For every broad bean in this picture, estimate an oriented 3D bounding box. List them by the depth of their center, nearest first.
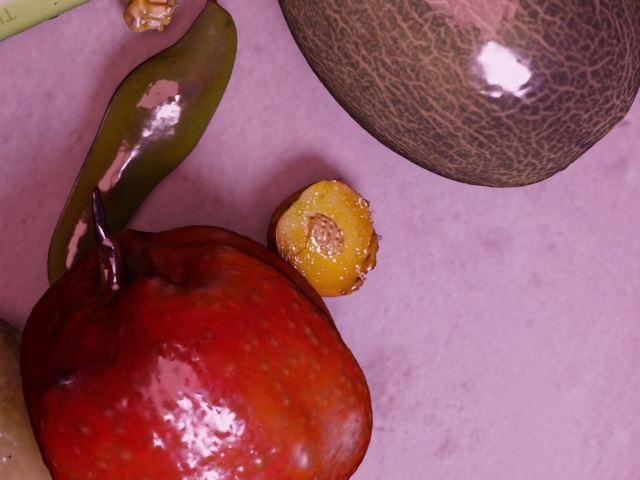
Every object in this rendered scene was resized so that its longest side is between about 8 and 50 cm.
[{"bbox_3d":[-0.158,-0.053,1.090,0.075,0.067,0.325,30,96,12],"label":"broad bean"}]

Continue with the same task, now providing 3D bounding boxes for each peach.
[{"bbox_3d":[-0.001,-0.001,1.094,0.098,0.061,0.098,-1,93,-23],"label":"peach"}]

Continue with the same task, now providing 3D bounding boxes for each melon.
[{"bbox_3d":[0.101,-0.183,0.995,0.302,0.237,0.237,45,92,-4],"label":"melon"}]

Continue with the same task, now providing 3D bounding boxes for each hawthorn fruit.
[{"bbox_3d":[-0.101,0.085,0.983,0.254,0.254,0.300,-16,117,0],"label":"hawthorn fruit"}]

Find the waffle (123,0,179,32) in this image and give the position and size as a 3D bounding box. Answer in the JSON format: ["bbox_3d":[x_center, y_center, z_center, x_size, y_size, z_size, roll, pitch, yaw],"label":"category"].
[{"bbox_3d":[-0.094,-0.254,1.082,0.194,0.051,0.149,-34,92,1],"label":"waffle"}]

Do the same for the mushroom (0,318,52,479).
[{"bbox_3d":[-0.287,0.199,1.040,0.217,0.212,0.292,-37,87,9],"label":"mushroom"}]

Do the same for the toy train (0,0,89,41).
[{"bbox_3d":[-0.307,-0.208,1.065,0.253,0.105,0.157,-24,107,0],"label":"toy train"}]
